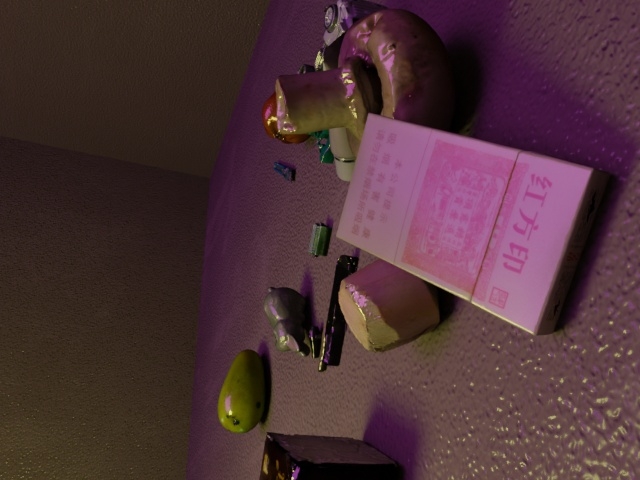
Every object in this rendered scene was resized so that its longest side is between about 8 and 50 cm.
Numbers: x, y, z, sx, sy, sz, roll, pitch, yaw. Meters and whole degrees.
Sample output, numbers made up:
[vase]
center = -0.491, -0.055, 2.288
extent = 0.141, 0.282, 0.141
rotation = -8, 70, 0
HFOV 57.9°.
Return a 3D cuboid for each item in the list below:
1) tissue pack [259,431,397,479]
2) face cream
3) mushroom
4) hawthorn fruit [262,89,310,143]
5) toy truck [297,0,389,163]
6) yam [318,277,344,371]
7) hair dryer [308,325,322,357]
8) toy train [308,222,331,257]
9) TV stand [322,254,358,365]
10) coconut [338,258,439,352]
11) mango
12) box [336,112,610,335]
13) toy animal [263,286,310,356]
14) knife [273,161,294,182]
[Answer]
[tissue pack]
center = -0.005, 0.539, 0.987
extent = 0.198, 0.210, 0.369
rotation = -3, 76, 65
[face cream]
center = 0.053, -0.273, 1.220
extent = 0.143, 0.089, 0.314
rotation = -52, -37, -41
[mushroom]
center = 0.072, -0.253, 1.001
extent = 0.292, 0.290, 0.292
rotation = 171, 90, -73
[hawthorn fruit]
center = -0.094, -0.389, 1.779
extent = 0.189, 0.189, 0.189
rotation = -170, 90, -71
[toy truck]
center = 0.055, -0.369, 1.358
extent = 0.363, 0.177, 0.177
rotation = 117, 146, -42
[yam]
center = 0.023, 0.198, 1.348
extent = 0.029, 0.027, 0.234
rotation = -150, 71, -66
[hair dryer]
center = -0.001, 0.247, 1.403
extent = 0.083, 0.032, 0.078
rotation = -14, 77, 61
[toy train]
center = 0.000, 0.000, 1.507
extent = 0.056, 0.038, 0.093
rotation = 18, 97, 65
[TV stand]
center = 0.042, 0.156, 1.301
extent = 0.042, 0.036, 0.248
rotation = -172, 92, -70
[coconut]
center = 0.119, 0.097, 0.941
extent = 0.147, 0.153, 0.147
rotation = 55, 159, 33
[mango]
center = -0.238, 0.462, 1.812
extent = 0.293, 0.143, 0.175
rotation = -87, 11, -52
[box]
center = 0.175, -0.041, 0.785
extent = 0.365, 0.051, 0.204
rotation = 28, 108, 46
[toy animal]
center = -0.092, 0.223, 1.506
extent = 0.108, 0.138, 0.236
rotation = -39, 25, 22
[knife]
center = -0.133, -0.244, 2.038
extent = 0.296, 0.026, 0.044
rotation = -143, 53, -69
